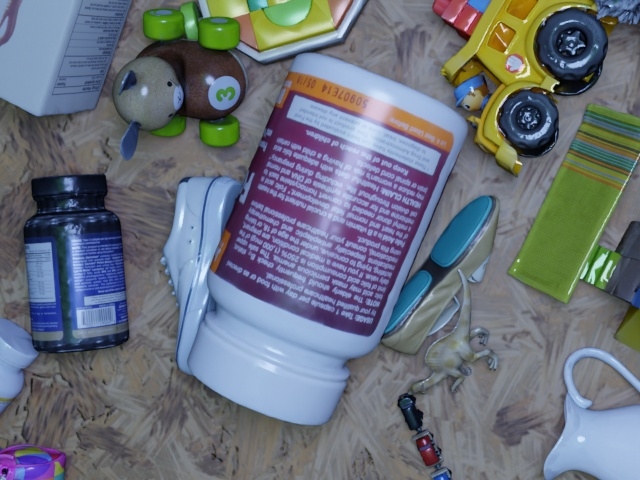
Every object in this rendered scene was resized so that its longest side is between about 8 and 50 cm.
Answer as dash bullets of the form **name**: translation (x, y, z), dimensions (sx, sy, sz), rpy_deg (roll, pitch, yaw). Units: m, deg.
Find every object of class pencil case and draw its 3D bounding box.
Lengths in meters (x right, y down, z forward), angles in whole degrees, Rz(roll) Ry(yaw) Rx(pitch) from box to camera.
- **pencil case**: translation (-0.399, 0.385, 1.203), dimensions (0.104, 0.104, 0.236), rpy_deg (6, 94, 6)

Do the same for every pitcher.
- **pitcher**: translation (0.388, 0.229, 1.107), dimensions (0.207, 0.125, 0.178), rpy_deg (9, 78, 17)

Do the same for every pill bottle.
- **pill bottle**: translation (-0.458, 0.193, 1.199), dimensions (0.103, 0.103, 0.184), rpy_deg (42, 96, 3)
- **pill bottle**: translation (-0.313, 0.028, 1.167), dimensions (0.122, 0.123, 0.219), rpy_deg (-3, 91, 6)
- **pill bottle**: translation (0.000, 0.000, 1.081), dimensions (0.224, 0.224, 0.392), rpy_deg (23, 94, 5)

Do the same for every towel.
- **towel**: translation (0.314, -0.048, 1.111), dimensions (0.021, 0.102, 0.237), rpy_deg (21, 96, -35)

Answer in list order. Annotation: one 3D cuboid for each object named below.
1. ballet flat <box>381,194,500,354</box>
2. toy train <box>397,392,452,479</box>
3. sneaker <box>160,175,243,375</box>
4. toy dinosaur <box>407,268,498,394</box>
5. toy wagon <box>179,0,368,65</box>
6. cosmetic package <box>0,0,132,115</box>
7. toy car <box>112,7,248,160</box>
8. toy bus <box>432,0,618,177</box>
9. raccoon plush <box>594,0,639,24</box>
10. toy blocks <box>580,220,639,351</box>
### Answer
- **ballet flat**: translation (0.160, 0.047, 1.151), dimensions (0.073, 0.080, 0.232), rpy_deg (36, 99, -24)
- **toy train**: translation (0.140, 0.270, 1.168), dimensions (0.027, 0.036, 0.158), rpy_deg (-26, 89, 7)
- **sneaker**: translation (-0.158, 0.042, 1.178), dimensions (0.091, 0.094, 0.258), rpy_deg (11, 91, 27)
- **toy dinosaur**: translation (0.173, 0.131, 1.127), dimensions (0.092, 0.053, 0.183), rpy_deg (11, 113, -29)
- **toy wagon**: translation (-0.070, -0.402, 1.150), dimensions (0.267, 0.068, 0.344), rpy_deg (-15, 91, 6)
- **cosmetic package**: translation (-0.314, -0.315, 1.113), dimensions (0.129, 0.153, 0.296), rpy_deg (25, 105, 7)
- **toy car**: translation (-0.184, -0.174, 1.084), dimensions (0.149, 0.188, 0.155), rpy_deg (12, 119, 16)
- **toy bus**: translation (0.218, -0.215, 1.091), dimensions (0.211, 0.149, 0.220), rpy_deg (32, 97, 11)
- **raccoon plush**: translation (0.406, -0.426, 0.918), dimensions (0.216, 0.299, 0.446), rpy_deg (37, 68, 15)
- **toy blocks**: translation (0.482, 0.086, 1.011), dimensions (0.381, 0.261, 0.191), rpy_deg (26, 95, 4)
